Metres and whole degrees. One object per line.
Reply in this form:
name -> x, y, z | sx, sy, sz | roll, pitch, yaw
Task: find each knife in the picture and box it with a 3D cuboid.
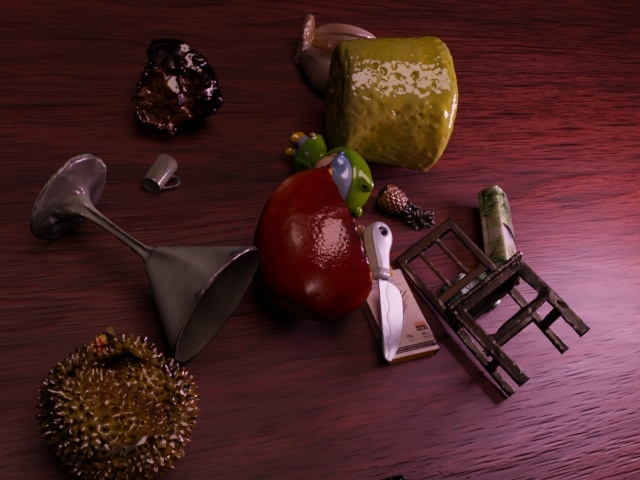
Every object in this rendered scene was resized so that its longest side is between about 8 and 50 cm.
knife -> 0.150, 0.113, 1.671 | 0.080, 0.044, 0.331 | 13, 60, -37

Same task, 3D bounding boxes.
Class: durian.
durian -> -0.349, 0.287, 1.267 | 0.293, 0.258, 0.258 | 32, 48, 17

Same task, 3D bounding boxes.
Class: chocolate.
chocolate -> -0.368, -0.347, 1.780 | 0.224, 0.206, 0.177 | 35, 59, 0

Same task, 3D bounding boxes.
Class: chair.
chair -> 0.356, 0.114, 1.641 | 0.203, 0.240, 0.416 | -38, 71, -3

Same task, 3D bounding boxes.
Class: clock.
clock -> 0.364, 0.125, 1.805 | 0.135, 0.041, 0.101 | -2, 55, -22

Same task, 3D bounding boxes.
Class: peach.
peach -> 0.000, 0.000, 1.591 | 0.281, 0.281, 0.338 | 22, 67, -5

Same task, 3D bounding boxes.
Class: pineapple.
pineapple -> 0.221, -0.081, 1.895 | 0.159, 0.074, 0.074 | 31, 48, -8

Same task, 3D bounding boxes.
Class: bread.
bread -> 0.169, -0.350, 1.916 | 0.308, 0.348, 0.348 | -3, 54, -13

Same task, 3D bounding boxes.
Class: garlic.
garlic -> 0.073, -0.521, 2.141 | 0.325, 0.132, 0.279 | 20, 57, 0

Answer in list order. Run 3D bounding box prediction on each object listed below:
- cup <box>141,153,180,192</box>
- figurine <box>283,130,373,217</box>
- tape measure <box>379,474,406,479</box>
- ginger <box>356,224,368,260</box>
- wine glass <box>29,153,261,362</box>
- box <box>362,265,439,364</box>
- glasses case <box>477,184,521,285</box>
cup -> -0.369, -0.147, 1.720 | 0.054, 0.075, 0.083 | 1, 46, 27
figurine -> 0.020, -0.171, 1.823 | 0.263, 0.162, 0.143 | 42, 36, 26
tape measure -> 0.102, 0.534, 1.330 | 0.199, 0.112, 0.186 | -11, 52, -23
ginger -> 0.054, 0.023, 1.746 | 0.165, 0.067, 0.096 | -17, 63, -17
wine glass -> -0.351, 0.018, 1.470 | 0.406, 0.267, 0.267 | 35, 48, 13
box -> 0.164, 0.160, 1.699 | 0.129, 0.033, 0.247 | -9, 58, -27
glasses case -> 0.464, -0.012, 1.916 | 0.095, 0.062, 0.272 | 39, 39, -37
